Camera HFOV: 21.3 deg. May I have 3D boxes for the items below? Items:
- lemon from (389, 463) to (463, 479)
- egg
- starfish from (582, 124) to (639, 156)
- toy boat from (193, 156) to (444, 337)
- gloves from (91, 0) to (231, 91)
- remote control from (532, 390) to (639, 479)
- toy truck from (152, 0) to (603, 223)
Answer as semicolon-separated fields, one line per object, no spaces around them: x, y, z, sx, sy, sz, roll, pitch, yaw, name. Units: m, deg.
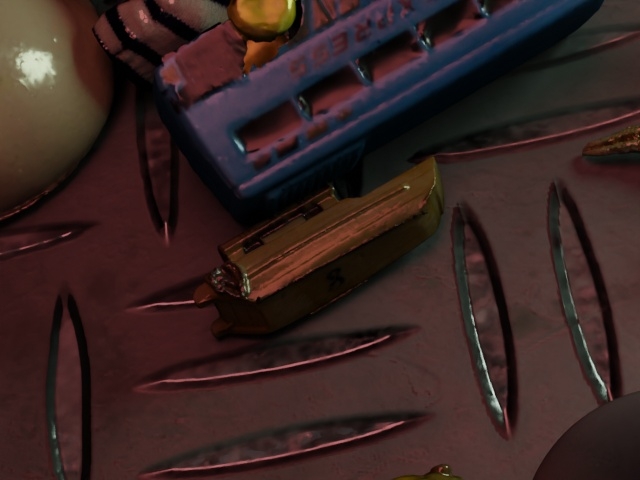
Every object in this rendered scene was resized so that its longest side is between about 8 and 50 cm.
0.053;0.256;1.091;0.192;0.192;0.231;6;77;17;lemon
-0.327;-0.154;1.488;0.286;0.174;0.264;-25;57;-9;egg
0.315;-0.090;1.360;0.216;0.050;0.223;-2;44;20;starfish
0.000;0.000;1.364;0.226;0.068;0.088;-31;49;-8;toy boat
-0.096;-0.235;1.499;0.218;0.140;0.131;-37;59;7;gloves
0.290;0.217;1.118;0.332;0.103;0.221;22;62;28;remote control
0.052;-0.171;1.405;0.385;0.161;0.162;-31;85;-9;toy truck
